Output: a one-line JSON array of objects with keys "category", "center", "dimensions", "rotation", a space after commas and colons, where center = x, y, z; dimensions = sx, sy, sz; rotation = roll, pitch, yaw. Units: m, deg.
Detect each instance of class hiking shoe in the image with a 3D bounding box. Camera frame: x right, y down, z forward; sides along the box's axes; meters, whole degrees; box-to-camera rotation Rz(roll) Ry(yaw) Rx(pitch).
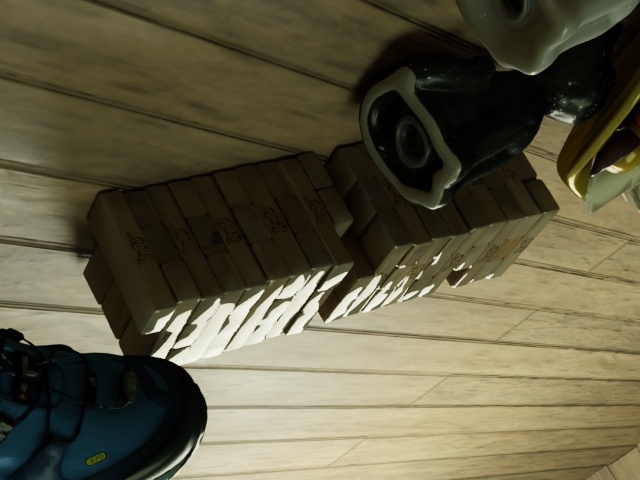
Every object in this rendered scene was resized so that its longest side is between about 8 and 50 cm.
[{"category": "hiking shoe", "center": [-0.208, 0.092, 0.848], "dimensions": [0.304, 0.113, 0.132], "rotation": [0, 141, -16]}]

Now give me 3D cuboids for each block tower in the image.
[{"category": "block tower", "center": [0.000, 0.000, 1.023], "dimensions": [0.335, 0.091, 0.097], "rotation": [-12, 151, -36]}]

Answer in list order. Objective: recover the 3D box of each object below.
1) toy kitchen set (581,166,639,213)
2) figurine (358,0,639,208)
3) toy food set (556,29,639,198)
[{"category": "toy kitchen set", "center": [0.237, -0.063, 1.261], "dimensions": [0.068, 0.075, 0.083], "rotation": [-35, 118, 3]}, {"category": "figurine", "center": [0.153, -0.135, 0.952], "dimensions": [0.209, 0.092, 0.215], "rotation": [-23, 158, -39]}, {"category": "toy food set", "center": [0.245, -0.105, 1.050], "dimensions": [0.128, 0.071, 0.218], "rotation": [-61, -178, -40]}]
